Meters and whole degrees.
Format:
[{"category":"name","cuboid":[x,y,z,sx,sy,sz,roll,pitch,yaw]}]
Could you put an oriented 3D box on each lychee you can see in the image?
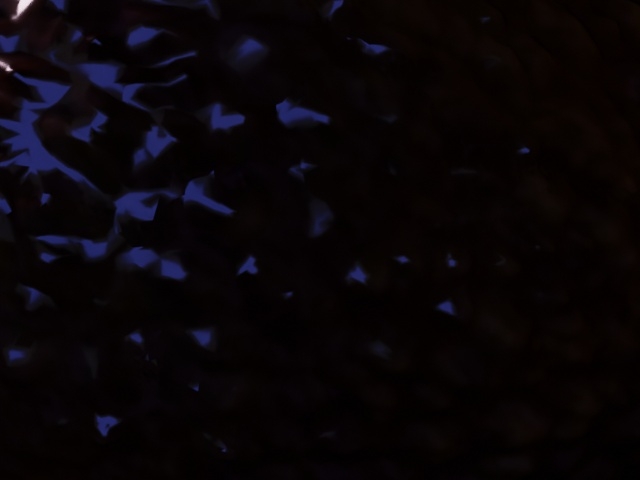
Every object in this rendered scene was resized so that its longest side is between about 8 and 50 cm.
[{"category":"lychee","cuboid":[-0.004,0.000,0.432,0.194,0.194,0.194,-18,58,31]}]
